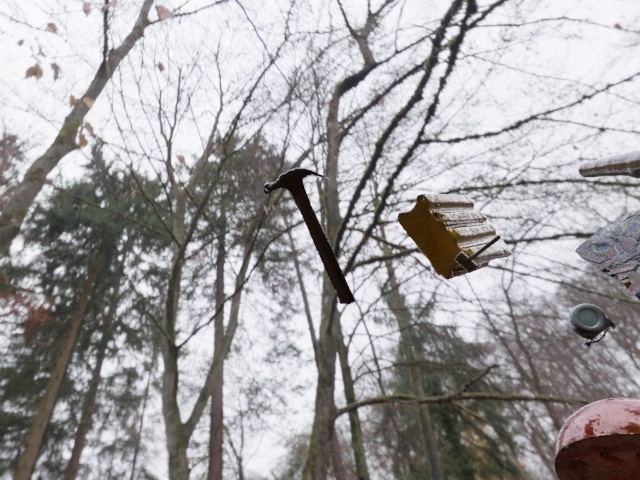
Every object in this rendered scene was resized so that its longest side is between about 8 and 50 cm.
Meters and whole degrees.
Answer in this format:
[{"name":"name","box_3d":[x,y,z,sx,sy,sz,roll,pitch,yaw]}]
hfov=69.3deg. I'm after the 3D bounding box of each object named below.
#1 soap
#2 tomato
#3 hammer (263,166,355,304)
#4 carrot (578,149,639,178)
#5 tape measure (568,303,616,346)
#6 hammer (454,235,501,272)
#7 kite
[{"name":"soap","box_3d":[0.340,-0.014,1.150,0.096,0.204,0.324,-45,-23,30]},{"name":"tomato","box_3d":[0.673,0.450,1.011,0.337,0.144,0.339,6,-50,7]},{"name":"hammer","box_3d":[0.000,0.000,0.903,0.125,0.027,0.298,-24,-75,-5]},{"name":"carrot","box_3d":[0.750,-0.186,1.142,0.070,0.342,0.070,0,-88,-4]},{"name":"tape measure","box_3d":[0.811,0.259,1.407,0.104,0.107,0.179,-41,-34,10]},{"name":"hammer","box_3d":[0.252,0.018,0.734,0.019,0.035,0.110,-44,-9,-25]},{"name":"kite","box_3d":[0.586,0.049,0.832,0.152,0.286,0.015,-38,-67,21]}]
